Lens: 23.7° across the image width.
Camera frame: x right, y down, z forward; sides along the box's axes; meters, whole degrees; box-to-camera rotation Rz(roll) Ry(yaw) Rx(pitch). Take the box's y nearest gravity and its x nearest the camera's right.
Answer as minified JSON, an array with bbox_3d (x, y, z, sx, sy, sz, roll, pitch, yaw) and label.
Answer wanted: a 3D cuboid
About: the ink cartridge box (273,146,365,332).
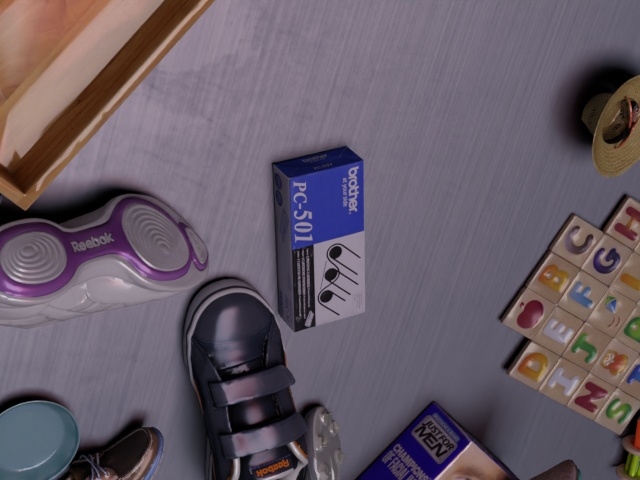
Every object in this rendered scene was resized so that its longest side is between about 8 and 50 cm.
[{"bbox_3d":[0.000,0.000,1.782,0.097,0.046,0.207,-15,122,-23],"label":"ink cartridge box"}]

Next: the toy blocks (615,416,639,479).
[{"bbox_3d":[0.493,0.273,2.195,0.123,0.054,0.148,-4,116,-24],"label":"toy blocks"}]

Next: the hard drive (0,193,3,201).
[{"bbox_3d":[-0.450,0.008,1.538,0.254,0.054,0.172,-48,128,3],"label":"hard drive"}]

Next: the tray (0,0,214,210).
[{"bbox_3d":[-0.236,-0.247,1.502,0.411,0.076,0.203,-48,127,2],"label":"tray"}]

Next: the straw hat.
[{"bbox_3d":[0.358,-0.151,1.883,0.144,0.061,0.144,-27,132,-34],"label":"straw hat"}]

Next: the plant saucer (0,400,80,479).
[{"bbox_3d":[-0.335,0.229,1.744,0.119,0.021,0.119,-13,122,-22],"label":"plant saucer"}]

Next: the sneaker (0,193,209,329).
[{"bbox_3d":[-0.260,0.027,1.636,0.305,0.114,0.152,-5,161,-42],"label":"sneaker"}]

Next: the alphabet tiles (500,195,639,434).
[{"bbox_3d":[0.409,0.107,2.060,0.342,0.011,0.285,29,100,-30],"label":"alphabet tiles"}]

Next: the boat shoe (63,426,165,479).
[{"bbox_3d":[-0.260,0.283,1.781,0.183,0.066,0.066,-46,138,3],"label":"boat shoe"}]

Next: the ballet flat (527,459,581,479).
[{"bbox_3d":[0.227,0.409,1.972,0.106,0.107,0.316,22,105,-9],"label":"ballet flat"}]

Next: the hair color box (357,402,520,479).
[{"bbox_3d":[0.106,0.400,2.025,0.339,0.110,0.185,-47,127,0],"label":"hair color box"}]

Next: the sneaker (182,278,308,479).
[{"bbox_3d":[-0.080,0.204,1.805,0.126,0.127,0.321,-16,121,-18],"label":"sneaker"}]

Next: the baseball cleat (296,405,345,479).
[{"bbox_3d":[-0.019,0.312,1.930,0.072,0.109,0.206,-12,96,-58],"label":"baseball cleat"}]
